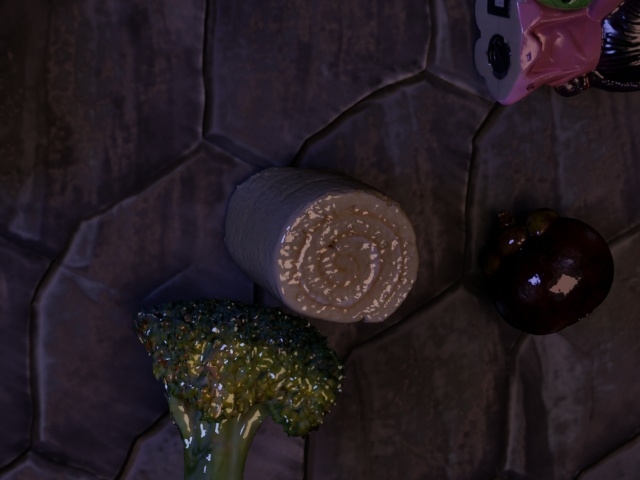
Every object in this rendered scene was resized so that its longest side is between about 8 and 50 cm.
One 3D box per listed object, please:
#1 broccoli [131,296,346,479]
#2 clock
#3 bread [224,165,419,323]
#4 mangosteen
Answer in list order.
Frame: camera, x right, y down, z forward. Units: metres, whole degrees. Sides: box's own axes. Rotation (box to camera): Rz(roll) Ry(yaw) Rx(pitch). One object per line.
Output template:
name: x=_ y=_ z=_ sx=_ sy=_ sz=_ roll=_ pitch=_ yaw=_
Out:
broccoli: x=-0.080 y=0.149 z=1.532 sx=0.194 sy=0.219 sz=0.194 roll=3 pitch=87 yaw=-61
clock: x=0.256 y=-0.233 z=1.614 sx=0.195 sy=0.100 sz=0.194 roll=-6 pitch=108 yaw=-22
bread: x=0.000 y=0.000 z=1.563 sx=0.148 sy=0.141 sz=0.134 roll=19 pitch=96 yaw=-29
mangosteen: x=0.224 y=0.025 z=1.685 sx=0.140 sy=0.140 sz=0.140 roll=-7 pitch=110 yaw=-21
